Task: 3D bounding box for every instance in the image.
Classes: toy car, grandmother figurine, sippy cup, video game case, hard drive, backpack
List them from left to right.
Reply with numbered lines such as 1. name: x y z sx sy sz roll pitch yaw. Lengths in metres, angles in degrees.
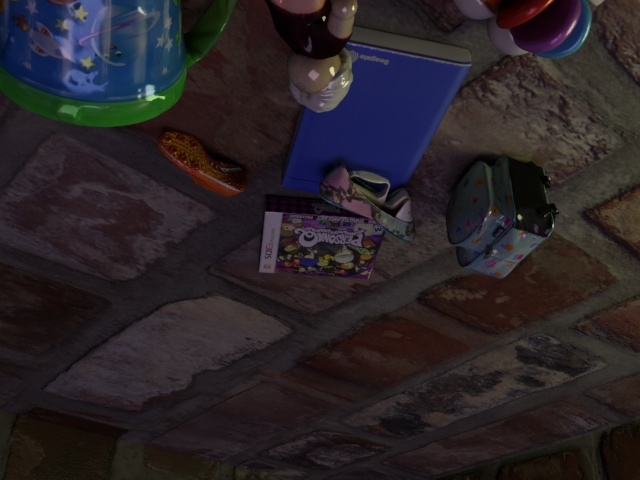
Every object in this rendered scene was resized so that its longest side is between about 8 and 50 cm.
1. sippy cup: -0.252 -0.285 0.737 0.240 0.305 0.224 28 134 5
2. grandmother figurine: -0.033 -0.285 0.766 0.104 0.208 0.342 -29 144 -5
3. video game case: 0.000 0.000 1.286 0.232 0.042 0.210 4 146 -7
4. hard drive: 0.072 -0.180 1.036 0.210 0.040 0.319 8 144 -11
5. backpack: 0.295 -0.033 1.138 0.144 0.166 0.188 9 140 -9
6. toy car: 0.260 -0.291 0.801 0.159 0.136 0.182 -31 135 35

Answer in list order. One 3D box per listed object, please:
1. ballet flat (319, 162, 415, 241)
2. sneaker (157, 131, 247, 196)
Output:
1. ballet flat: 0.099 -0.065 1.111 0.221 0.077 0.079 26 118 -32
2. sneaker: -0.202 -0.118 1.102 0.067 0.064 0.175 -19 139 40
